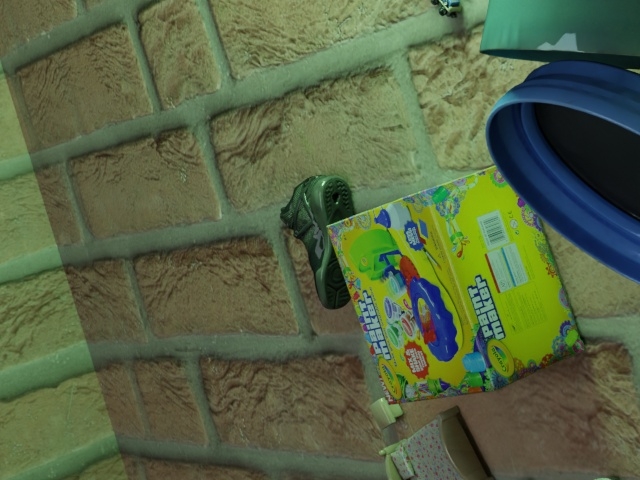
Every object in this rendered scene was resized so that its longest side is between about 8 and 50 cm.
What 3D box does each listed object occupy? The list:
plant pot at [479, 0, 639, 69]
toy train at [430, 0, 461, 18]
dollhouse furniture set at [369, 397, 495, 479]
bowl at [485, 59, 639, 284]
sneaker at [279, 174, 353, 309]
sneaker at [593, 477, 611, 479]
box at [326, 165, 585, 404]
[{"bbox_3d":[0.331,-0.313,1.604,0.293,0.293,0.235,11,97,55],"label":"plant pot"},{"bbox_3d":[0.153,-0.378,2.072,0.158,0.027,0.036,56,135,23],"label":"toy train"},{"bbox_3d":[0.178,0.392,2.308,0.356,0.173,0.303,62,147,13],"label":"dollhouse furniture set"},{"bbox_3d":[0.374,-0.062,1.673,0.391,0.077,0.391,33,165,10],"label":"bowl"},{"bbox_3d":[0.000,0.000,2.456,0.130,0.087,0.228,10,112,57],"label":"sneaker"},{"bbox_3d":[0.443,0.419,2.000,0.228,0.087,0.092,35,132,41],"label":"sneaker"},{"bbox_3d":[0.190,0.066,2.112,0.279,0.177,0.290,-21,89,59],"label":"box"}]
